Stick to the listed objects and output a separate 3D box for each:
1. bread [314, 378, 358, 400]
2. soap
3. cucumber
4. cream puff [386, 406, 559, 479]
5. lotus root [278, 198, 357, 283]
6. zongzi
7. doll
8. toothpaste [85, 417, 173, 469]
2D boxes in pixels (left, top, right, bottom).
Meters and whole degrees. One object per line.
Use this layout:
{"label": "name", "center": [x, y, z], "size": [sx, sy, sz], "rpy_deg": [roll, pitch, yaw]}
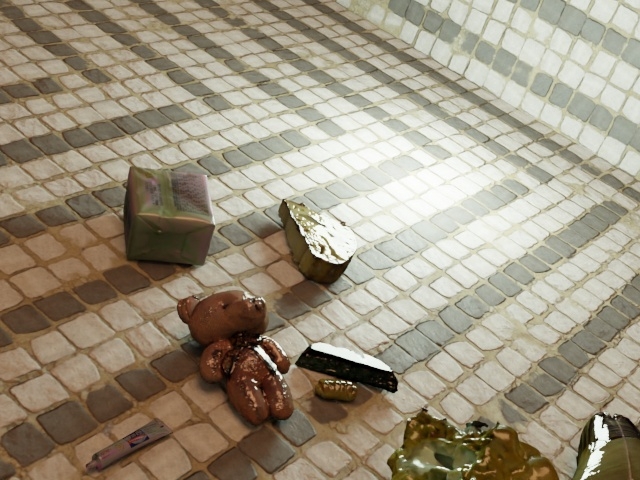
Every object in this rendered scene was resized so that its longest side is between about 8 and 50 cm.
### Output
{"label": "bread", "center": [0.032, 0.294, 1.751], "size": [0.088, 0.033, 0.049], "rpy_deg": [10, 29, -13]}
{"label": "soap", "center": [-0.341, -0.055, 1.965], "size": [0.182, 0.138, 0.199], "rpy_deg": [5, 37, -19]}
{"label": "cucumber", "center": [0.061, 0.254, 1.818], "size": [0.220, 0.046, 0.070], "rpy_deg": [17, 26, -3]}
{"label": "cream puff", "center": [0.246, 0.452, 1.465], "size": [0.274, 0.323, 0.270], "rpy_deg": [38, 69, -23]}
{"label": "lotus root", "center": [0.000, 0.000, 2.119], "size": [0.170, 0.074, 0.260], "rpy_deg": [7, 34, -19]}
{"label": "zongzi", "center": [0.495, 0.452, 1.668], "size": [0.317, 0.154, 0.289], "rpy_deg": [4, 29, -13]}
{"label": "doll", "center": [-0.137, 0.205, 1.693], "size": [0.201, 0.156, 0.303], "rpy_deg": [-1, 42, -38]}
{"label": "toothpaste", "center": [-0.328, 0.348, 1.498], "size": [0.045, 0.028, 0.170], "rpy_deg": [31, 33, 29]}
